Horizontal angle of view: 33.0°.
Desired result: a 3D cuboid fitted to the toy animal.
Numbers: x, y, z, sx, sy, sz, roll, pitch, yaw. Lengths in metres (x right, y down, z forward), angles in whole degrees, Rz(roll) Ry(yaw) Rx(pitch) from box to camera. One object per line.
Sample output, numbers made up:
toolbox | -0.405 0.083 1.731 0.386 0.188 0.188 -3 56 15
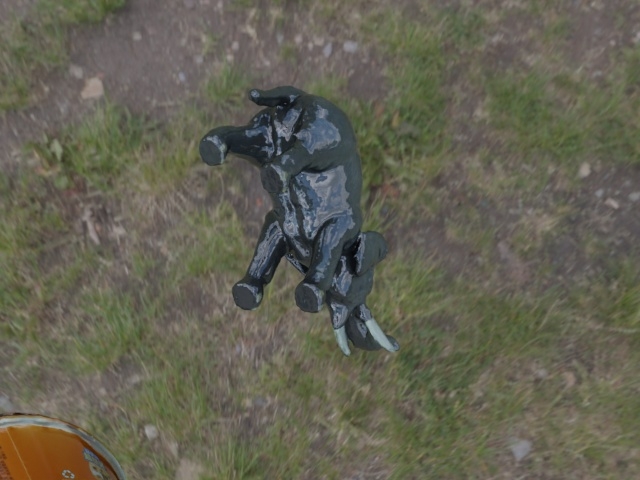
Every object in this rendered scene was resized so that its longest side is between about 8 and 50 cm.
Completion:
toy animal | -0.004 0.007 0.818 0.082 0.270 0.137 -3 28 33

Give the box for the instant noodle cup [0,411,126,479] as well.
instant noodle cup | -0.263 0.328 0.945 0.296 0.296 0.214 -34 40 -14
